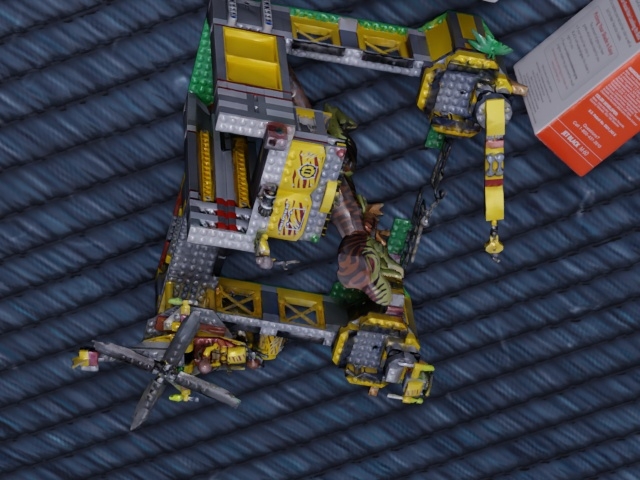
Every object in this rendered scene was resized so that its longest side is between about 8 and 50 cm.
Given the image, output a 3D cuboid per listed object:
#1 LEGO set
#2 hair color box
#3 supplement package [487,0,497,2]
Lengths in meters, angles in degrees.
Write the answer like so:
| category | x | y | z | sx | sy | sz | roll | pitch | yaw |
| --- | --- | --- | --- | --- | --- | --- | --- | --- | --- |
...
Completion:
| category | x | y | z | sx | sy | sz | roll | pitch | yaw |
| --- | --- | --- | --- | --- | --- | --- | --- | --- | --- |
| LEGO set | 0.000 | 0.000 | 1.317 | 0.255 | 0.192 | 0.331 | 17 | 121 | -16 |
| hair color box | 0.212 | -0.130 | 1.308 | 0.167 | 0.093 | 0.053 | -40 | 119 | 21 |
| supplement package | 0.061 | -0.304 | 1.064 | 0.199 | 0.198 | 0.263 | 15 | 145 | -15 |
